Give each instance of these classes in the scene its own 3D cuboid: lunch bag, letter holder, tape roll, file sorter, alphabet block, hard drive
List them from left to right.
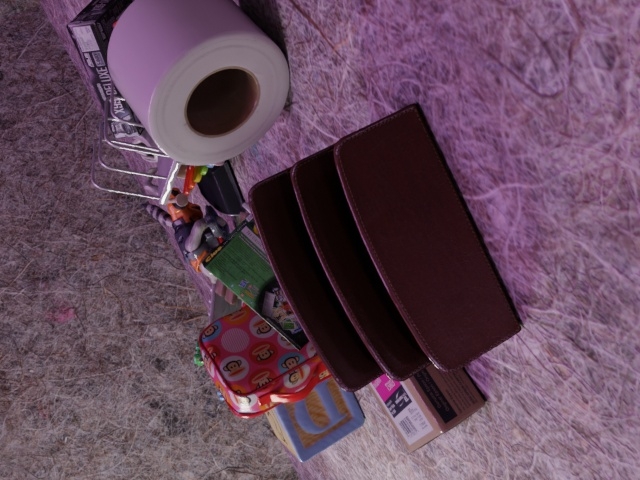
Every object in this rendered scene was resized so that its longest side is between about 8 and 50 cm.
[{"bbox_3d":[-0.389,-0.254,1.558,0.278,0.173,0.193,-59,32,39],"label":"file sorter"},{"bbox_3d":[-0.194,-0.266,1.132,0.169,0.246,0.246,50,159,32],"label":"tape roll"},{"bbox_3d":[-0.281,-0.159,1.858,0.254,0.054,0.172,34,148,56],"label":"hard drive"},{"bbox_3d":[-0.094,0.248,1.544,0.258,0.293,0.120,47,153,41],"label":"lunch bag"},{"bbox_3d":[-0.035,0.401,1.770,0.192,0.193,0.197,67,162,-10],"label":"alphabet block"},{"bbox_3d":[0.066,0.024,0.872,0.302,0.214,0.152,64,163,-5],"label":"letter holder"}]

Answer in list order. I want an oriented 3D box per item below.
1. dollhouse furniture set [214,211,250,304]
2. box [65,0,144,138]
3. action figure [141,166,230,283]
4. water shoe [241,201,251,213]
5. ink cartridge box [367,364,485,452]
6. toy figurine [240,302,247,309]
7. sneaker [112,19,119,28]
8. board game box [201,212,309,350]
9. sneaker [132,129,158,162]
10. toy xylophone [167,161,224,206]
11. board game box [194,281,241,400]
[{"bbox_3d":[-0.094,0.042,1.411,0.242,0.212,0.161,18,96,65],"label":"dollhouse furniture set"},{"bbox_3d":[-0.497,-0.452,1.780,0.242,0.076,0.307,-77,-21,-48],"label":"box"},{"bbox_3d":[-0.345,-0.016,1.969,0.330,0.178,0.341,54,175,25],"label":"action figure"},{"bbox_3d":[-0.171,0.001,1.741,0.073,0.080,0.203,42,153,47],"label":"water shoe"},{"bbox_3d":[0.150,0.230,1.158,0.193,0.088,0.235,55,162,18],"label":"ink cartridge box"},{"bbox_3d":[-0.127,0.269,1.963,0.191,0.217,0.363,-91,24,-62],"label":"toy figurine"},{"bbox_3d":[-0.425,-0.432,1.700,0.131,0.148,0.350,57,162,17],"label":"sneaker"},{"bbox_3d":[-0.076,0.075,1.272,0.260,0.136,0.030,46,-179,-29],"label":"board game box"},{"bbox_3d":[-0.447,-0.308,1.921,0.292,0.169,0.108,41,155,52],"label":"sneaker"},{"bbox_3d":[-0.303,-0.190,1.656,0.322,0.081,0.236,-163,84,-67],"label":"toy xylophone"},{"bbox_3d":[-0.309,0.260,2.182,0.390,0.050,0.390,80,-171,-60],"label":"board game box"}]
